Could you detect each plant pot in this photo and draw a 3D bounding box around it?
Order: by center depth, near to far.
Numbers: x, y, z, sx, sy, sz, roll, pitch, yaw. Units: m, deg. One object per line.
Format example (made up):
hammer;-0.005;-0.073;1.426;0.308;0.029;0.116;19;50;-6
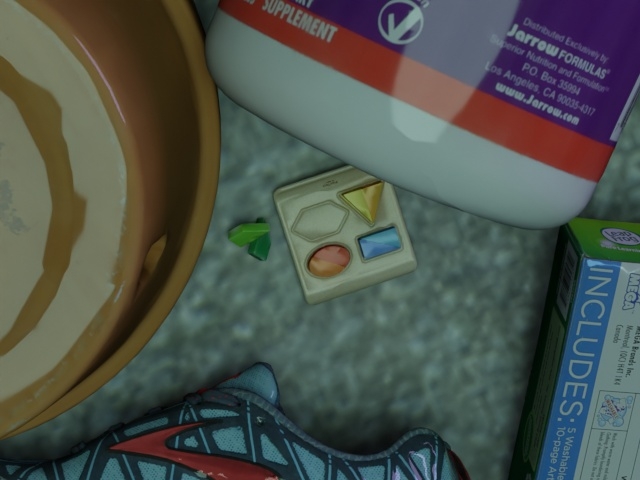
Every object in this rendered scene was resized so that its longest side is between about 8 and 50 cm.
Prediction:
plant pot;-0.179;-0.032;0.810;0.291;0.203;0.291;-2;102;-7

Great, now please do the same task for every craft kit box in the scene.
craft kit box;0.215;0.120;0.956;0.246;0.061;0.250;7;112;-7

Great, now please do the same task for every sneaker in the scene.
sneaker;-0.056;0.118;0.931;0.262;0.104;0.125;10;71;-2

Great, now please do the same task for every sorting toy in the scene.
sorting toy;0.000;0.000;0.941;0.083;0.012;0.062;-19;104;-5

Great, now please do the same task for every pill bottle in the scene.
pill bottle;0.089;-0.179;0.829;0.181;0.181;0.323;22;97;-12
